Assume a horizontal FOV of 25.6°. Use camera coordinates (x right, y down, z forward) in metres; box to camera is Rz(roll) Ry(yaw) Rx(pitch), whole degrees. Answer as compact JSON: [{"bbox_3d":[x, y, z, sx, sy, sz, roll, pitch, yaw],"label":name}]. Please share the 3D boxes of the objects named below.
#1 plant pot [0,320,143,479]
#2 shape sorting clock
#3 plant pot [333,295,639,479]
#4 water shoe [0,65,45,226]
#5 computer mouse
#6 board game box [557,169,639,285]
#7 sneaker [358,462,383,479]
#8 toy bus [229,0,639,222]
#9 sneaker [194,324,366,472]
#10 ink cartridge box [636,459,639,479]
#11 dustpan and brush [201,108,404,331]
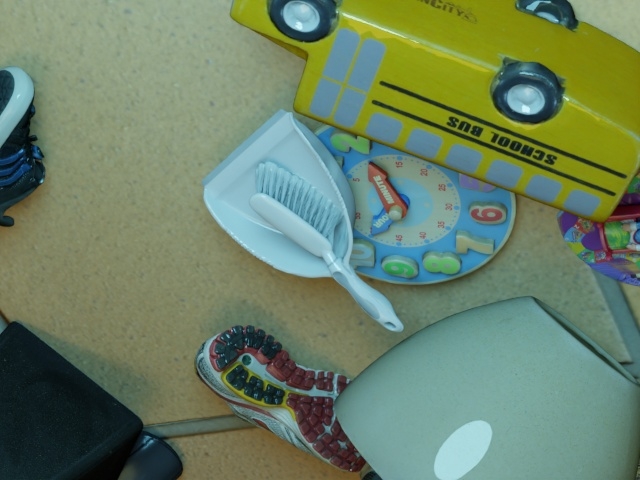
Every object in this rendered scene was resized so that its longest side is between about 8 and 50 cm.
[{"bbox_3d":[-0.333,0.239,1.524,0.188,0.167,0.187,36,133,8],"label":"plant pot"},{"bbox_3d":[0.070,-0.034,1.254,0.206,0.040,0.206,10,135,10],"label":"shape sorting clock"},{"bbox_3d":[0.180,0.163,1.277,0.284,0.284,0.191,36,99,-16],"label":"plant pot"},{"bbox_3d":[-0.292,-0.087,1.321,0.080,0.073,0.203,10,142,-29],"label":"water shoe"},{"bbox_3d":[-0.259,0.317,1.690,0.262,0.060,0.184,-14,126,30],"label":"computer mouse"},{"bbox_3d":[0.284,-0.010,1.210,0.133,0.033,0.169,28,135,-9],"label":"board game box"},{"bbox_3d":[0.117,0.285,1.520,0.166,0.076,0.065,6,135,13],"label":"sneaker"},{"bbox_3d":[0.094,-0.137,1.100,0.332,0.108,0.130,20,137,-1],"label":"toy bus"},{"bbox_3d":[-0.034,0.163,1.463,0.225,0.088,0.092,40,153,-19],"label":"sneaker"},{"bbox_3d":[0.337,0.232,1.403,0.029,0.063,0.115,-15,128,31],"label":"ink cartridge box"},{"bbox_3d":[0.000,0.000,1.241,0.211,0.060,0.147,39,135,-14],"label":"dustpan and brush"}]
